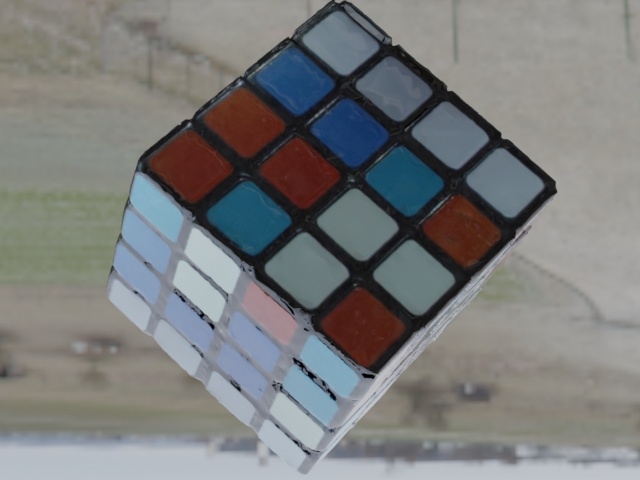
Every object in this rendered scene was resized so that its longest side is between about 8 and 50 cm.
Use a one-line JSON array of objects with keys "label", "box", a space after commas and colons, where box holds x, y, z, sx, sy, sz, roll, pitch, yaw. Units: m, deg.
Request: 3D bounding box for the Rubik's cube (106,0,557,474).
[{"label": "Rubik's cube", "box": [0.000, 0.000, 0.814, 0.155, 0.154, 0.151, -43, 170, -28]}]
